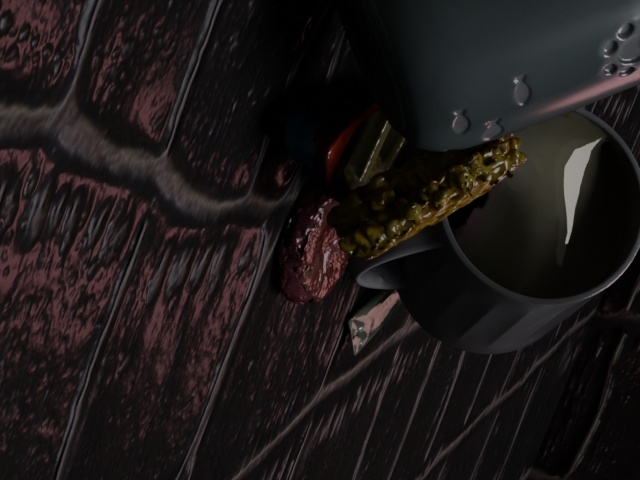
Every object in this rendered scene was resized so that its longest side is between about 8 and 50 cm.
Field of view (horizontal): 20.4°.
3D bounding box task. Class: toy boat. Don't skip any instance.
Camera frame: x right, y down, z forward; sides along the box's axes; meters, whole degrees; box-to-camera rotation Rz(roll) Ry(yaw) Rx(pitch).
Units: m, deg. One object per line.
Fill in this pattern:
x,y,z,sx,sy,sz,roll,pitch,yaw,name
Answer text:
0.038,-0.103,1.778,0.136,0.079,0.392,-66,164,11,toy boat

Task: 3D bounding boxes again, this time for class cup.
0.159,-0.220,1.620,0.274,0.259,0.357,-22,173,-6,cup
0.178,0.003,2.042,0.327,0.322,0.237,123,-46,-74,cup

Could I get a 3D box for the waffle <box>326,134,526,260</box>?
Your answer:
0.102,-0.052,1.690,0.193,0.070,0.197,-27,176,-45,waffle

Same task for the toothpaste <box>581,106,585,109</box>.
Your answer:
0.318,-0.253,2.415,0.125,0.080,0.371,-53,154,-22,toothpaste

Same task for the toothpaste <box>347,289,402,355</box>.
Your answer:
0.095,0.056,2.222,0.218,0.041,0.064,-48,145,-37,toothpaste

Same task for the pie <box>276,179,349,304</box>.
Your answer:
0.000,0.000,1.866,0.153,0.038,0.153,-54,157,-36,pie
